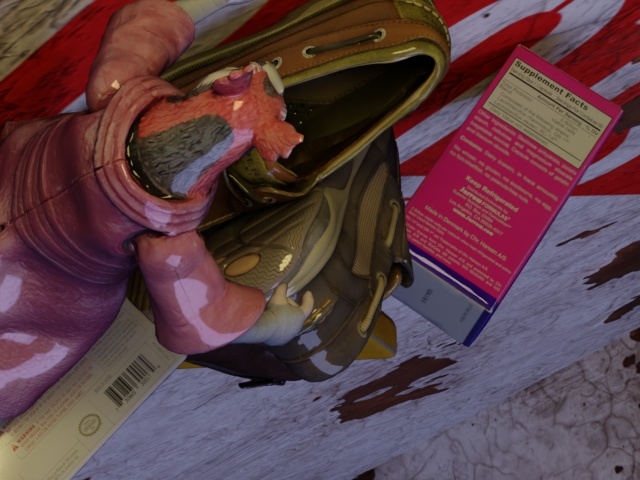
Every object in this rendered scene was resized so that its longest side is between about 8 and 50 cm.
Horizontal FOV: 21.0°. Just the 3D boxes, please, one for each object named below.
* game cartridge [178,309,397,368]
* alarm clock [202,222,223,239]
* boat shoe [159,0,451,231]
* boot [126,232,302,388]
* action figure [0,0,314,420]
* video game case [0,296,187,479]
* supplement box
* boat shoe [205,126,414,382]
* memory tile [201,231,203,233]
[{"bbox_3d":[-0.092,0.075,1.679,0.285,0.053,0.324,-4,166,12],"label":"game cartridge"},{"bbox_3d":[-0.054,-0.016,1.438,0.192,0.129,0.064,6,151,-41],"label":"alarm clock"},{"bbox_3d":[-0.049,-0.077,1.202,0.307,0.104,0.111,-35,121,15],"label":"boat shoe"},{"bbox_3d":[-0.078,0.059,1.413,0.207,0.090,0.248,22,162,-26],"label":"boot"},{"bbox_3d":[-0.147,-0.036,1.042,0.275,0.248,0.370,-9,168,-36],"label":"action figure"},{"bbox_3d":[-0.246,0.093,1.217,0.232,0.210,0.042,-48,-177,-24],"label":"video game case"},{"bbox_3d":[0.149,-0.039,1.473,0.220,0.114,0.111,-53,173,-19],"label":"supplement box"},{"bbox_3d":[0.000,0.000,1.324,0.132,0.130,0.355,-22,-163,23],"label":"boat shoe"},{"bbox_3d":[-0.124,0.010,1.641,0.113,0.012,0.148,-20,164,-7],"label":"memory tile"}]
